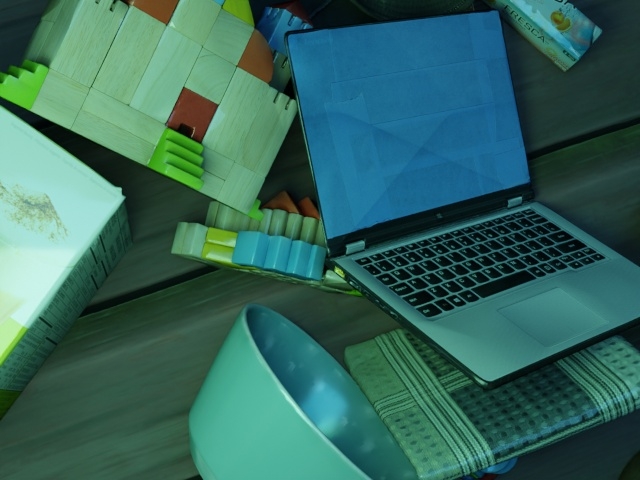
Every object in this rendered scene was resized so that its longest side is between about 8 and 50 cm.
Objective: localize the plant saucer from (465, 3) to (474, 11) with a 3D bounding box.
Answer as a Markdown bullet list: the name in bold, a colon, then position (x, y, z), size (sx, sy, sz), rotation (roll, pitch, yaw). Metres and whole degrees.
- **plant saucer**: position (0.172, -0.319, 1.540), size (0.083, 0.013, 0.083), rotation (1, 82, -8)

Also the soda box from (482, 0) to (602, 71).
- **soda box**: position (0.297, -0.320, 1.530), size (0.183, 0.063, 0.058), rotation (40, 79, 0)

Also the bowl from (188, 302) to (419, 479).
- **bowl**: position (-0.036, 0.242, 1.308), size (0.163, 0.311, 0.311), rotation (-44, 89, 8)

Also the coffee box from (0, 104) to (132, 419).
- **coffee box**: position (-0.443, 0.009, 1.245), size (0.337, 0.338, 0.334), rotation (35, 78, -1)

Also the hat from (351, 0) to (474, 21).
- **hat**: position (0.123, -0.426, 1.352), size (0.331, 0.134, 0.331), rotation (-2, 94, -28)

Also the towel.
- **towel**: position (0.211, 0.162, 1.336), size (0.312, 0.324, 0.056), rotation (-21, 115, -7)

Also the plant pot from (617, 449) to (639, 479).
- **plant pot**: position (0.507, 0.352, 1.371), size (0.215, 0.230, 0.215), rotation (1, 81, -7)

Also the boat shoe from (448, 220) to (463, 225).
- **boat shoe**: position (0.172, 0.032, 1.468), size (0.042, 0.049, 0.133), rotation (22, 81, -16)

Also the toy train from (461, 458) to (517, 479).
- **toy train**: position (0.249, 0.194, 1.405), size (0.105, 0.143, 0.248), rotation (38, 79, -1)

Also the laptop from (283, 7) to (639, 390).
- **laptop**: position (0.204, -0.076, 1.312), size (0.382, 0.236, 0.408), rotation (-16, 41, -39)

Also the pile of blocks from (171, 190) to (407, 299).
- **pile of blocks**: position (0.000, 0.000, 1.401), size (0.362, 0.149, 0.113), rotation (12, 80, -5)

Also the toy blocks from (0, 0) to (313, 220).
- **toy blocks**: position (-0.159, -0.208, 1.236), size (0.381, 0.191, 0.261), rotation (25, 89, -35)

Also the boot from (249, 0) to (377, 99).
- **boot**: position (-0.057, -0.374, 1.400), size (0.445, 0.146, 0.367), rotation (-41, 125, -8)
